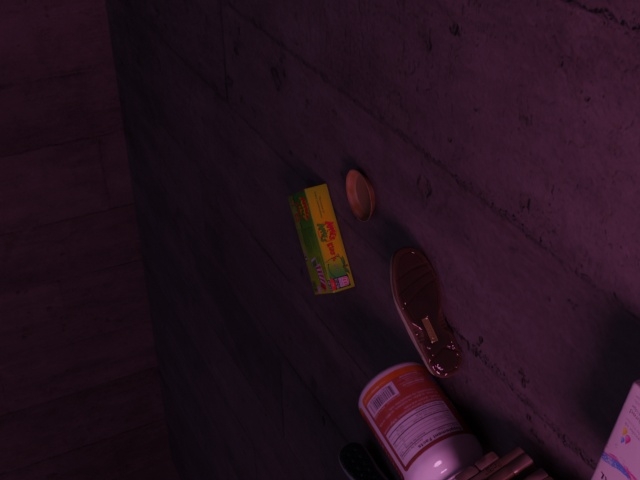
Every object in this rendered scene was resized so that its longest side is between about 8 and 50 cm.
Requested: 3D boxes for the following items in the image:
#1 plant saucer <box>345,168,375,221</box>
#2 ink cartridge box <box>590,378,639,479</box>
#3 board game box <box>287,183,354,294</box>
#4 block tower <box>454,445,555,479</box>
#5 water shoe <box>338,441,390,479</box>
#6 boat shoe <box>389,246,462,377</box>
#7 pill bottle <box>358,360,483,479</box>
[{"bbox_3d":[0.064,-0.071,1.399,0.083,0.015,0.083,164,90,-69],"label":"plant saucer"},{"bbox_3d":[0.336,0.241,0.860,0.134,0.078,0.231,54,151,41],"label":"ink cartridge box"},{"bbox_3d":[0.000,0.000,1.567,0.092,0.043,0.181,-16,90,68],"label":"board game box"},{"bbox_3d":[0.277,0.357,1.003,0.097,0.091,0.335,62,170,-29],"label":"block tower"},{"bbox_3d":[0.104,0.450,1.614,0.203,0.073,0.080,61,-179,31],"label":"water shoe"},{"bbox_3d":[0.138,0.102,1.278,0.072,0.068,0.190,150,103,-80],"label":"boat shoe"},{"bbox_3d":[0.152,0.285,1.282,0.216,0.121,0.121,55,152,39],"label":"pill bottle"}]
